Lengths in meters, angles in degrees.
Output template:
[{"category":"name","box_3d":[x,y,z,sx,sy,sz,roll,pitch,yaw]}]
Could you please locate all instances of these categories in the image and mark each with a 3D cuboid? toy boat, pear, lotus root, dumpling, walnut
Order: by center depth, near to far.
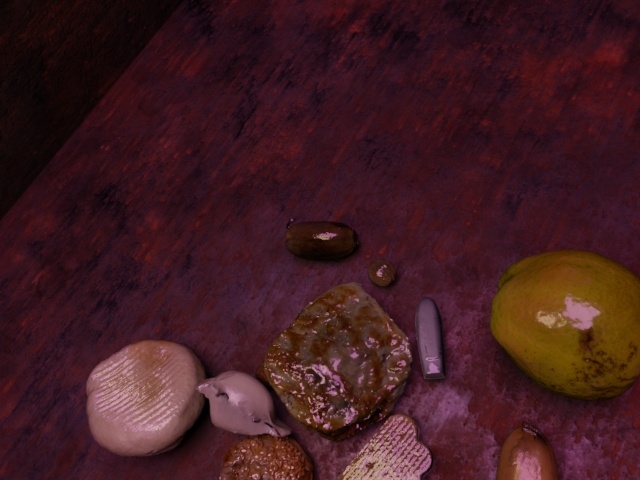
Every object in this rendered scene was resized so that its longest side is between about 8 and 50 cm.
[{"category":"lotus root","box_3d":[0.493,0.591,1.269,0.146,0.131,0.303,2,62,16]},{"category":"pear","box_3d":[0.605,0.194,1.315,0.391,0.391,0.390,-7,62,13]},{"category":"dumpling","box_3d":[-0.210,0.465,1.487,0.175,0.227,0.243,-30,77,-1]},{"category":"toy boat","box_3d":[0.313,0.275,1.521,0.078,0.085,0.260,-8,51,12]},{"category":"walnut","box_3d":[0.189,0.099,1.640,0.092,0.092,0.092,-7,62,13]},{"category":"lotus root","box_3d":[0.000,0.000,1.718,0.241,0.124,0.123,2,49,20]}]

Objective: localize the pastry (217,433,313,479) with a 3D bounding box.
[{"category":"pastry","box_3d":[-0.162,0.660,1.411,0.255,0.162,0.310,16,71,21]}]

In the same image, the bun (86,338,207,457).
[{"category":"bun","box_3d":[-0.497,0.473,1.570,0.365,0.219,0.365,-5,45,5]}]

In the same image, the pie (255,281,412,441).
[{"category":"pie","box_3d":[0.056,0.330,1.507,0.395,0.180,0.418,37,74,28]}]

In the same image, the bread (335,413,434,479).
[{"category":"bread","box_3d":[0.184,0.610,1.392,0.286,0.056,0.207,-44,57,-8]}]
